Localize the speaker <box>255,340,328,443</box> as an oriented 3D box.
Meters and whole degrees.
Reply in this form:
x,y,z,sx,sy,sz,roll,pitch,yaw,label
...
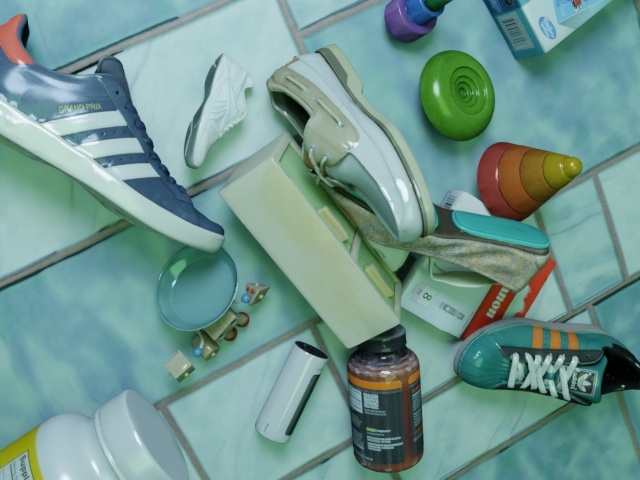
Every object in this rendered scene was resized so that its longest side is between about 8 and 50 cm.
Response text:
x,y,z,sx,sy,sz,roll,pitch,yaw,label
-0.041,0.212,0.860,0.055,0.055,0.136,25,93,-18,speaker

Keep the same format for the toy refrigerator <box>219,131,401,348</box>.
x,y,z,sx,sy,sz,roll,pitch,yaw,label
0.000,0.000,0.789,0.094,0.102,0.269,-30,109,22,toy refrigerator

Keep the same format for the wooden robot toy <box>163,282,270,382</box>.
x,y,z,sx,sy,sz,roll,pitch,yaw,label
-0.150,0.102,0.816,0.079,0.076,0.173,42,88,17,wooden robot toy

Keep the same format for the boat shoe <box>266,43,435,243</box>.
x,y,z,sx,sy,sz,roll,pitch,yaw,label
0.028,-0.108,0.720,0.103,0.302,0.113,-22,145,-9,boat shoe

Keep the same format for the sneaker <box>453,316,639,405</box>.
x,y,z,sx,sy,sz,roll,pitch,yaw,label
0.354,0.186,0.917,0.302,0.121,0.108,-1,107,-19,sneaker

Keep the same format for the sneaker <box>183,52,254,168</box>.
x,y,z,sx,sy,sz,roll,pitch,yaw,label
-0.123,-0.154,0.753,0.061,0.053,0.152,25,75,-27,sneaker

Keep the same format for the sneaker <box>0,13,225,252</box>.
x,y,z,sx,sy,sz,roll,pitch,yaw,label
-0.236,-0.120,0.709,0.350,0.131,0.148,36,76,-25,sneaker

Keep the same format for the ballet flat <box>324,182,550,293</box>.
x,y,z,sx,sy,sz,roll,pitch,yaw,label
0.143,0.001,0.801,0.316,0.107,0.106,19,121,-3,ballet flat

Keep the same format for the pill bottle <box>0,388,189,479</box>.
x,y,z,sx,sy,sz,roll,pitch,yaw,label
-0.338,0.333,0.732,0.334,0.188,0.188,-33,107,-7,pill bottle

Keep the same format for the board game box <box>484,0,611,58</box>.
x,y,z,sx,sy,sz,roll,pitch,yaw,label
0.351,-0.455,0.824,0.336,0.079,0.254,-39,108,-5,board game box

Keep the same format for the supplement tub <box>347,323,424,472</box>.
x,y,z,sx,sy,sz,roll,pitch,yaw,label
0.093,0.220,0.871,0.106,0.106,0.198,-7,103,-14,supplement tub

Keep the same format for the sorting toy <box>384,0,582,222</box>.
x,y,z,sx,sy,sz,roll,pitch,yaw,label
0.229,-0.186,0.801,0.127,0.126,0.365,-44,106,-26,sorting toy

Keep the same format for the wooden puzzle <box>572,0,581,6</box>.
x,y,z,sx,sy,sz,roll,pitch,yaw,label
0.329,-0.351,0.793,0.083,0.006,0.049,43,88,-19,wooden puzzle

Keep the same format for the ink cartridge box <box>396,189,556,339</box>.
x,y,z,sx,sy,sz,roll,pitch,yaw,label
0.240,0.060,0.908,0.232,0.066,0.189,30,91,-14,ink cartridge box

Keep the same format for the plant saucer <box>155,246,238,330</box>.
x,y,z,sx,sy,sz,roll,pitch,yaw,label
-0.156,0.061,0.785,0.119,0.119,0.021,-44,150,-3,plant saucer
